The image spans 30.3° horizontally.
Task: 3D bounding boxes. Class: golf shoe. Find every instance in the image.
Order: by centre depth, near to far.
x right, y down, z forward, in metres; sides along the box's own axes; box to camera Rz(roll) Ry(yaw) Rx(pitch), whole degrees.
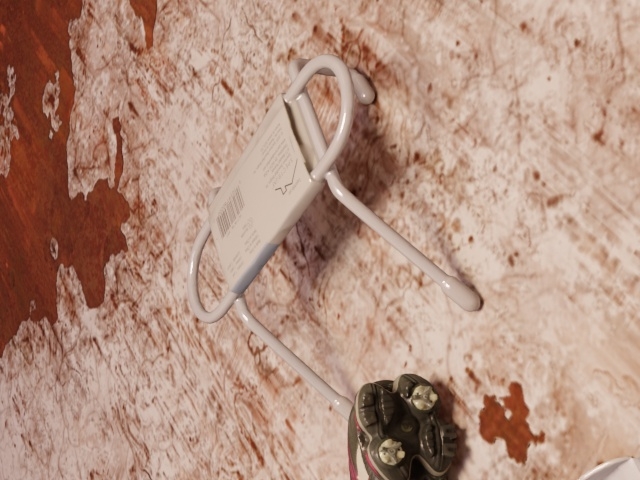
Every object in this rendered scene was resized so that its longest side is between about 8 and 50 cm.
[{"bbox_3d":[0.083,0.261,1.066,0.120,0.105,0.273,124,142,-62],"label":"golf shoe"}]

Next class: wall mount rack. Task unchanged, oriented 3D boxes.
[{"bbox_3d":[0.000,0.000,1.166,0.350,0.130,0.304,-53,44,40],"label":"wall mount rack"}]

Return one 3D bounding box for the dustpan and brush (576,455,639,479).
[{"bbox_3d":[0.191,0.279,0.918,0.211,0.060,0.147,-52,48,40],"label":"dustpan and brush"}]
